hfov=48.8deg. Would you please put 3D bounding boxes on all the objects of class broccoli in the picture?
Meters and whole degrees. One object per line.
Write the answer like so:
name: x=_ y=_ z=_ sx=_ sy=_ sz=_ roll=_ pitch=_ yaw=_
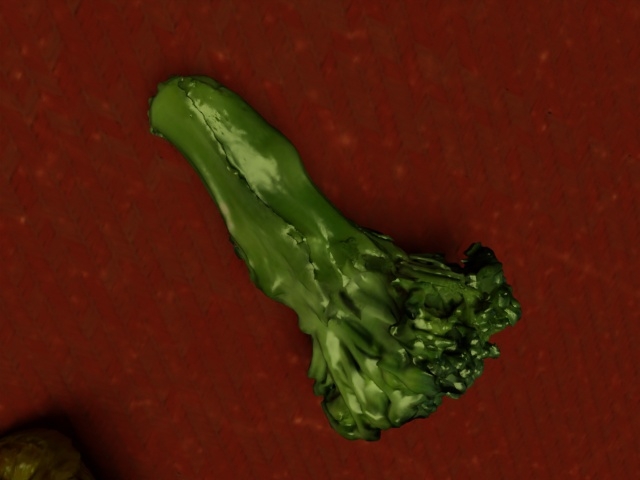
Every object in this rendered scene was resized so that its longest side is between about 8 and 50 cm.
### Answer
broccoli: x=-0.001 y=-0.001 z=0.496 sx=0.304 sy=0.145 sz=0.165 roll=44 pitch=133 yaw=-9

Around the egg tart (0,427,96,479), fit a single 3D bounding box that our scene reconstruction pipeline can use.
egg tart: x=-0.212 y=0.250 z=0.490 sx=0.215 sy=0.215 sz=0.171 roll=-37 pitch=124 yaw=1
